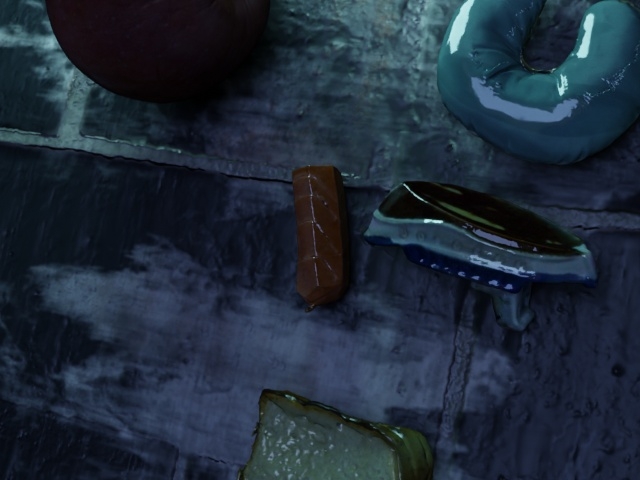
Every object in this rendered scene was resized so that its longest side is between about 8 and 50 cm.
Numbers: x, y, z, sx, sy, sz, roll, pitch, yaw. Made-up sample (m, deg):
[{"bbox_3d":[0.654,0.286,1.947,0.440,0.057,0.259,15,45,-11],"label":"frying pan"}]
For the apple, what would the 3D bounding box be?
[{"bbox_3d":[-0.194,-0.319,1.216,0.235,0.306,0.305,1,79,29],"label":"apple"}]

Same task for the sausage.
[{"bbox_3d":[0.001,0.000,1.183,0.065,0.065,0.169,-9,77,20],"label":"sausage"}]

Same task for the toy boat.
[{"bbox_3d":[0.165,0.019,1.097,0.262,0.114,0.115,24,120,23],"label":"toy boat"}]

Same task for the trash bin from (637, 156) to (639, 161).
[{"bbox_3d":[0.492,-0.025,0.905,0.368,0.256,0.296,-22,70,10],"label":"trash bin"}]

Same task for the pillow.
[{"bbox_3d":[0.244,-0.193,1.118,0.233,0.086,0.214,25,84,22],"label":"pillow"}]

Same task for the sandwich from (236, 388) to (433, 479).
[{"bbox_3d":[0.001,0.302,1.100,0.226,0.087,0.251,8,81,39],"label":"sandwich"}]
